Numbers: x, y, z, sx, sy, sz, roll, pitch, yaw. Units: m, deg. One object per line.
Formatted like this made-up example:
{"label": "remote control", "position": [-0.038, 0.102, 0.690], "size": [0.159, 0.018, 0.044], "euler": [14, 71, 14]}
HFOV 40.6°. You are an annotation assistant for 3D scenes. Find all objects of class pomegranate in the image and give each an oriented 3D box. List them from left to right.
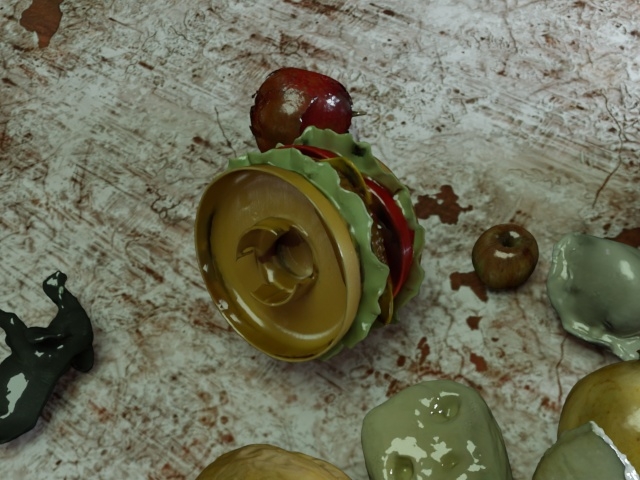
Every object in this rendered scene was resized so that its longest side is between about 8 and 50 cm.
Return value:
{"label": "pomegranate", "position": [0.335, 0.197, 0.885], "size": [0.196, 0.196, 0.196], "euler": [-7, 55, 10]}

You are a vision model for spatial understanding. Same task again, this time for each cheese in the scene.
{"label": "cheese", "position": [0.135, 0.279, 0.935], "size": [0.159, 0.093, 0.263], "euler": [-13, 54, 3]}

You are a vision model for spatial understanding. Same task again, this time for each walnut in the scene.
{"label": "walnut", "position": [-0.041, 0.309, 0.894], "size": [0.226, 0.193, 0.193], "euler": [10, 58, 38]}

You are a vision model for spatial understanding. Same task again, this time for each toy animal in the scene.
{"label": "toy animal", "position": [-0.388, 0.159, 1.152], "size": [0.146, 0.114, 0.245], "euler": [21, 85, 33]}

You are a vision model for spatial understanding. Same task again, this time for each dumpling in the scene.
{"label": "dumpling", "position": [0.348, 0.069, 1.022], "size": [0.188, 0.108, 0.127], "euler": [35, 96, 17]}

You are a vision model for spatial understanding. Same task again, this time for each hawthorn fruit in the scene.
{"label": "hawthorn fruit", "position": [-0.018, -0.180, 1.262], "size": [0.172, 0.148, 0.148], "euler": [2, 55, -7]}

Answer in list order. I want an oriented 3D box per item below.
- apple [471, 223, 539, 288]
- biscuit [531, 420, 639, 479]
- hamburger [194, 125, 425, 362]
{"label": "apple", "position": [0.234, 0.021, 1.099], "size": [0.084, 0.071, 0.084], "euler": [-2, 56, 3]}
{"label": "biscuit", "position": [0.288, 0.295, 0.815], "size": [0.188, 0.265, 0.040], "euler": [-16, 7, 33]}
{"label": "hamburger", "position": [0.000, 0.000, 1.062], "size": [0.274, 0.274, 0.212], "euler": [28, 32, 29]}
